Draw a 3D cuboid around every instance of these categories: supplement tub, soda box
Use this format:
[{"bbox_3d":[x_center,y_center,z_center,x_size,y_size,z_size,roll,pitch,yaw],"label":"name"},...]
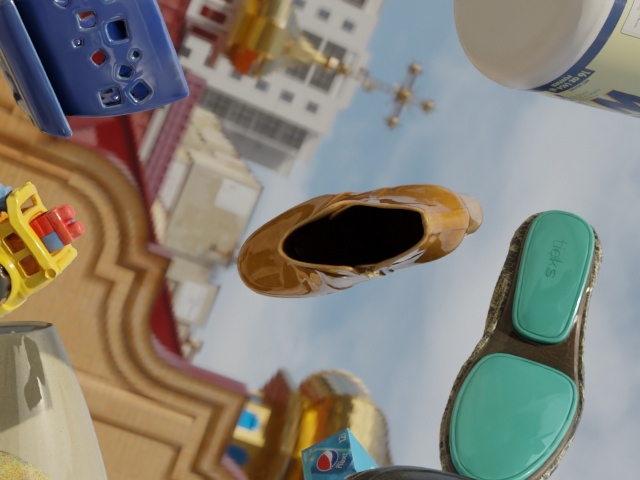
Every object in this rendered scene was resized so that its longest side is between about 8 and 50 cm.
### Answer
[{"bbox_3d":[0.327,-0.247,1.231,0.235,0.325,0.235,-25,-119,57],"label":"supplement tub"},{"bbox_3d":[0.058,0.321,1.423,0.067,0.210,0.071,-28,-147,11],"label":"soda box"}]

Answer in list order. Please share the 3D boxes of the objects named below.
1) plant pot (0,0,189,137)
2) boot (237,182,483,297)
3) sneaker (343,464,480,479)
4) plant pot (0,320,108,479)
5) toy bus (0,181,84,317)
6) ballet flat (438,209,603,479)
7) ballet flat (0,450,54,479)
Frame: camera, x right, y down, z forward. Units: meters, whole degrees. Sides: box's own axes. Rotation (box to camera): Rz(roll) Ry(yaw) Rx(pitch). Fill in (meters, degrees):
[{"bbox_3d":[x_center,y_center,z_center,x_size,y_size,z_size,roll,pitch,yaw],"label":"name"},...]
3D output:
[{"bbox_3d":[-0.340,-0.282,1.642,0.212,0.236,0.236,-27,-152,-13],"label":"plant pot"},{"bbox_3d":[0.001,0.001,1.162,0.295,0.211,0.104,-14,-93,26],"label":"boot"},{"bbox_3d":[0.175,0.242,0.943,0.139,0.341,0.125,106,1,-53],"label":"sneaker"},{"bbox_3d":[-0.380,0.241,1.456,0.256,0.257,0.274,-171,-101,-74],"label":"plant pot"},{"bbox_3d":[-0.490,-0.019,1.925,0.211,0.220,0.149,-30,-168,17],"label":"toy bus"},{"bbox_3d":[0.266,0.174,1.573,0.182,0.164,0.482,96,14,-50],"label":"ballet flat"},{"bbox_3d":[-0.272,0.375,1.269,0.123,0.348,0.123,-29,-166,8],"label":"ballet flat"}]
